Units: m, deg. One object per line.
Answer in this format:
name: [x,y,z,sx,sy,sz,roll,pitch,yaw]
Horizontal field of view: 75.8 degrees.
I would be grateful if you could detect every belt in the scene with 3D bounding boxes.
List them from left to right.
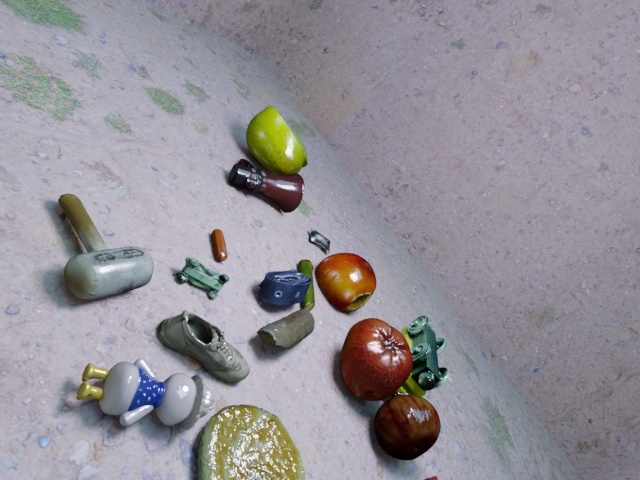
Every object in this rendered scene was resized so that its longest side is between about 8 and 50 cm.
belt: [-0.131,0.182,1.487,0.122,0.128,0.218,29,13,31]

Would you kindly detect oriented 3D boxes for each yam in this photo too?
yam: [-0.111,0.302,1.356,0.106,0.106,0.259,55,27,11]

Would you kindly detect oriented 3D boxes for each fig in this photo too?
fig: [0.297,0.646,1.441,0.214,0.235,0.235,34,11,35]

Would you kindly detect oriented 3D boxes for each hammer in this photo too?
hammer: [-0.561,0.001,1.007,0.305,0.113,0.202,50,20,13]

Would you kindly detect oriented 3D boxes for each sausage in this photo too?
sausage: [-0.350,0.018,1.421,0.039,0.041,0.131,22,36,-43]

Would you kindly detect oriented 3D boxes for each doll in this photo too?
doll: [-0.357,0.329,0.881,0.293,0.119,0.138,26,41,-34]

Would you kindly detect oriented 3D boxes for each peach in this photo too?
peach: [0.116,0.169,1.862,0.275,0.245,0.249,51,-7,27]

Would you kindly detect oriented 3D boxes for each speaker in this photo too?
speaker: [-0.256,-0.294,1.885,0.329,0.198,0.259,22,49,-34]

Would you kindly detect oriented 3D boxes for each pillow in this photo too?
pillow: [-0.002,0.001,2.053,0.135,0.055,0.091,33,61,-29]

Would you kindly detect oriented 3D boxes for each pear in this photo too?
pear: [-0.206,-0.446,2.066,0.318,0.238,0.342,53,-4,23]

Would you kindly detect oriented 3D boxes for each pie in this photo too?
pie: [-0.162,0.535,0.973,0.323,0.070,0.323,38,24,-20]

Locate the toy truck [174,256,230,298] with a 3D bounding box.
toy truck: [-0.358,0.104,1.248,0.154,0.080,0.078,35,7,-33]

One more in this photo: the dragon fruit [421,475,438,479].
dragon fruit: [0.280,0.856,1.185,0.330,0.302,0.240,64,-17,-19]

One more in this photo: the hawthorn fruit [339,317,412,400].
hawthorn fruit: [0.197,0.450,1.513,0.275,0.300,0.275,9,28,-5]

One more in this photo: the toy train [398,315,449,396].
toy train: [0.387,0.502,1.734,0.179,0.272,0.442,50,20,-4]

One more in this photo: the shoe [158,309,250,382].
shoe: [-0.288,0.279,1.086,0.275,0.098,0.103,40,29,-26]

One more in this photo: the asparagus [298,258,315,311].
asparagus: [-0.055,0.182,1.685,0.067,0.060,0.278,46,23,-37]
